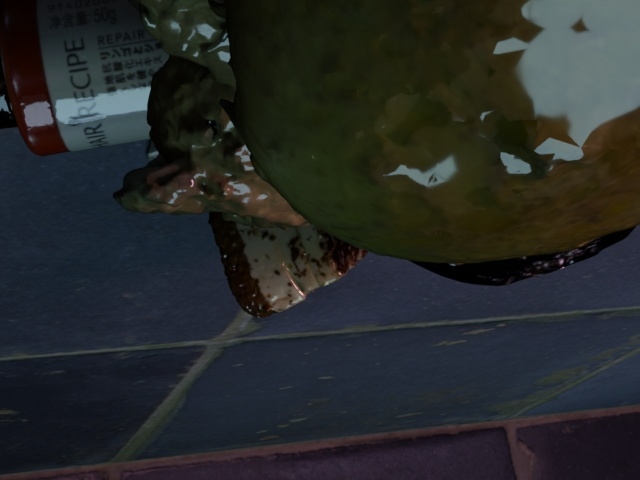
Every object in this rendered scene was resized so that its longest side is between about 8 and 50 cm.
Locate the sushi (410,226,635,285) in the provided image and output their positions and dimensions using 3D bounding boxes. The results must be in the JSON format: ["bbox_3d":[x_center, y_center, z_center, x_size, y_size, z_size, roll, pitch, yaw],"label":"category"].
[{"bbox_3d":[0.121,-0.077,0.890,0.213,0.200,0.204,-18,173,0],"label":"sushi"}]

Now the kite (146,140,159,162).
[{"bbox_3d":[-0.091,-0.101,1.031,0.127,0.016,0.229,-15,162,3],"label":"kite"}]

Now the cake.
[{"bbox_3d":[0.005,0.007,1.208,0.112,0.135,0.246,-17,162,22],"label":"cake"}]

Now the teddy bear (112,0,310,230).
[{"bbox_3d":[-0.003,-0.111,0.683,0.267,0.156,0.256,-20,158,-40],"label":"teddy bear"}]

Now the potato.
[{"bbox_3d":[0.115,-0.142,0.459,0.269,0.219,0.359,13,126,-32],"label":"potato"}]

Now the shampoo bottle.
[{"bbox_3d":[-0.128,-0.111,0.832,0.278,0.104,0.104,-9,162,-1],"label":"shampoo bottle"}]
